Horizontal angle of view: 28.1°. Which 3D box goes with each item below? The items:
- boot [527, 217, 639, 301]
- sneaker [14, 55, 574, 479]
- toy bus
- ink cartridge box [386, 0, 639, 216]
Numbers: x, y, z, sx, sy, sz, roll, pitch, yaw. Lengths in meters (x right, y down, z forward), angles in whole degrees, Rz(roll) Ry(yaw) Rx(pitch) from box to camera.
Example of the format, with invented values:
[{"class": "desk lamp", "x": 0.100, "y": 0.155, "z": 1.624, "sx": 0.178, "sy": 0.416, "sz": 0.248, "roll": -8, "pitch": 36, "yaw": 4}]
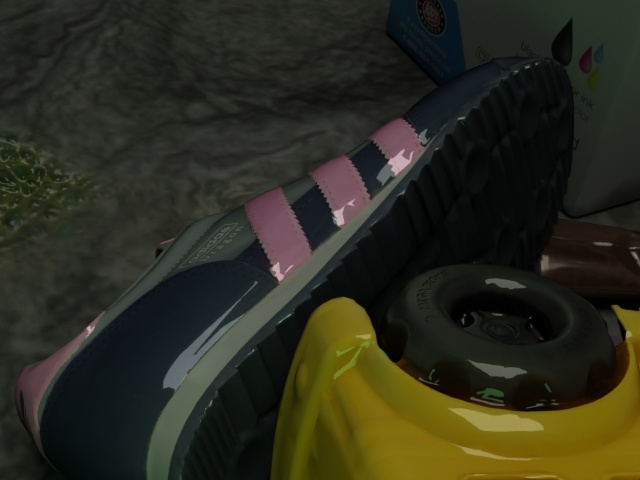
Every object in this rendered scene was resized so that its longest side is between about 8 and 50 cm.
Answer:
[{"class": "boot", "x": 0.154, "y": -0.006, "z": 0.664, "sx": 0.114, "sy": 0.037, "sz": 0.106, "roll": 3, "pitch": 40, "yaw": -1}, {"class": "sneaker", "x": 0.000, "y": 0.000, "z": 0.567, "sx": 0.131, "sy": 0.112, "sz": 0.319, "roll": 12, "pitch": 36, "yaw": 36}, {"class": "toy bus", "x": 0.108, "y": 0.115, "z": 0.398, "sx": 0.220, "sy": 0.149, "sz": 0.211, "roll": 0, "pitch": 25, "yaw": -13}, {"class": "ink cartridge box", "x": 0.186, "y": -0.194, "z": 0.696, "sx": 0.197, "sy": 0.270, "sz": 0.198, "roll": -17, "pitch": 48, "yaw": -27}]
